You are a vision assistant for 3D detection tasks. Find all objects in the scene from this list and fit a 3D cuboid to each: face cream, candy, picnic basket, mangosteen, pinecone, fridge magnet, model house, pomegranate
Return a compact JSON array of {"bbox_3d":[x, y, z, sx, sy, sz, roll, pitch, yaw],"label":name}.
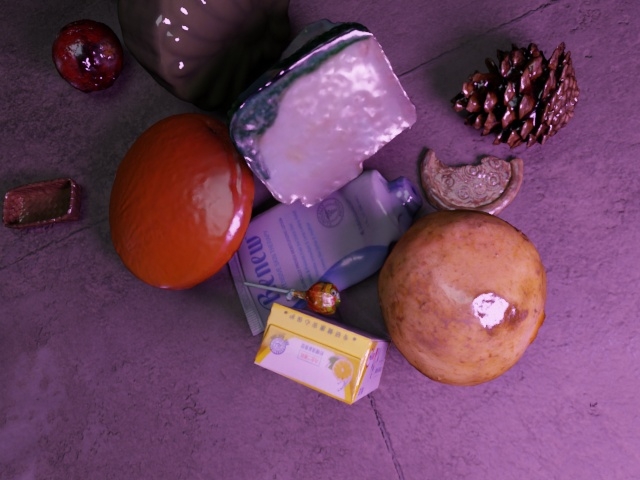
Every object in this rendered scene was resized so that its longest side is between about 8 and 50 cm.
[{"bbox_3d":[0.000,0.000,0.990,0.421,0.137,0.234,-27,73,19],"label":"face cream"},{"bbox_3d":[-0.057,0.095,0.943,0.201,0.060,0.060,7,79,23],"label":"candy"},{"bbox_3d":[-0.655,-0.084,1.192,0.194,0.055,0.110,-7,75,13],"label":"picnic basket"},{"bbox_3d":[-0.564,-0.438,1.206,0.180,0.166,0.166,3,77,41],"label":"mangosteen"},{"bbox_3d":[0.355,-0.266,0.915,0.205,0.179,0.184,30,63,35],"label":"pinecone"},{"bbox_3d":[-0.284,-0.080,1.024,0.364,0.155,0.363,-4,82,27],"label":"fridge magnet"},{"bbox_3d":[-0.019,-0.258,0.957,0.299,0.243,0.284,-34,31,9],"label":"model house"},{"bbox_3d":[0.224,0.091,0.810,0.282,0.281,0.280,-3,77,14],"label":"pomegranate"}]

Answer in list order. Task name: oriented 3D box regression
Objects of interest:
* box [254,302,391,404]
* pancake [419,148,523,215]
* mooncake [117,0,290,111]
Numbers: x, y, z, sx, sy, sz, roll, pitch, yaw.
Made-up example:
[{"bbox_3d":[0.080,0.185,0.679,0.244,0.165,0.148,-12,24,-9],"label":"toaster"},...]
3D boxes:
[{"bbox_3d":[0.018,0.185,0.846,0.169,0.265,0.097,19,85,16],"label":"box"},{"bbox_3d":[0.293,-0.125,0.974,0.191,0.020,0.184,-26,71,7],"label":"pancake"},{"bbox_3d":[-0.223,-0.455,1.032,0.187,0.351,0.351,37,88,31],"label":"mooncake"}]
